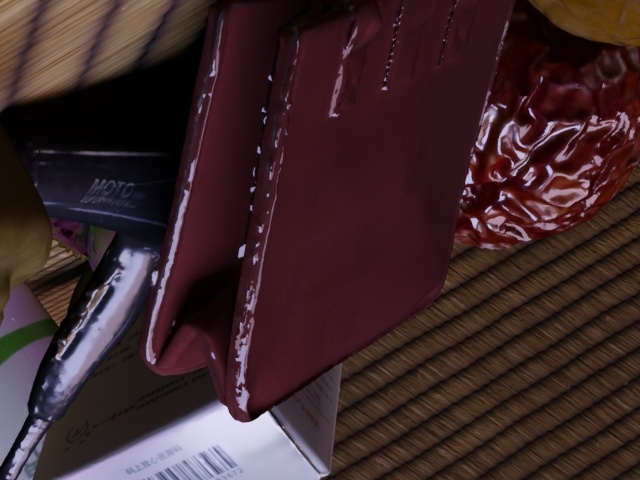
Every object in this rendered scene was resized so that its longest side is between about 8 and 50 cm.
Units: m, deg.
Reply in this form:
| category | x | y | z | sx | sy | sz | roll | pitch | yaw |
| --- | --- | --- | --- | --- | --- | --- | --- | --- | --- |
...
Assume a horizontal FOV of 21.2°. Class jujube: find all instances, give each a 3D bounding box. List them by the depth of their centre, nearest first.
| category | x | y | z | sx | sy | sz | roll | pitch | yaw |
| --- | --- | --- | --- | --- | --- | --- | --- | --- | --- |
| jujube | 0.153 | -0.101 | 1.351 | 0.213 | 0.213 | 0.232 | -28 | 158 | -29 |

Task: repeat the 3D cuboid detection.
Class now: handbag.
| category | x | y | z | sx | sy | sz | roll | pitch | yaw |
| --- | --- | --- | --- | --- | --- | --- | --- | --- | --- |
| handbag | 0.014 | -0.047 | 1.057 | 0.260 | 0.084 | 0.275 | -28 | 139 | -47 |

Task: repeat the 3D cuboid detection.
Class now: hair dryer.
| category | x | y | z | sx | sy | sz | roll | pitch | yaw |
| --- | --- | --- | --- | --- | --- | --- | --- | --- | --- |
| hair dryer | -0.163 | 0.053 | 1.116 | 0.304 | 0.120 | 0.359 | -12 | 137 | -60 |

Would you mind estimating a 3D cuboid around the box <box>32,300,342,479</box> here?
| category | x | y | z | sx | sy | sz | roll | pitch | yaw |
| --- | --- | --- | --- | --- | --- | --- | --- | --- | --- |
| box | -0.088 | 0.084 | 1.314 | 0.200 | 0.106 | 0.299 | -27 | -150 | 23 |

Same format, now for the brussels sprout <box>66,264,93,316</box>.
| category | x | y | z | sx | sy | sz | roll | pitch | yaw |
| --- | --- | --- | --- | --- | --- | --- | --- | --- | --- |
| brussels sprout | -0.120 | 0.073 | 1.725 | 0.271 | 0.219 | 0.210 | -57 | 154 | 16 |

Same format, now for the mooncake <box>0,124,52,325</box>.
| category | x | y | z | sx | sy | sz | roll | pitch | yaw |
| --- | --- | --- | --- | --- | --- | --- | --- | --- | --- |
| mooncake | -0.233 | 0.015 | 0.815 | 0.235 | 0.117 | 0.235 | -27 | 177 | -2 |

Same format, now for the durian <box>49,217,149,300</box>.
| category | x | y | z | sx | sy | sz | roll | pitch | yaw |
| --- | --- | --- | --- | --- | --- | --- | --- | --- | --- |
| durian | -0.125 | -0.011 | 1.292 | 0.119 | 0.108 | 0.187 | -27 | 175 | -27 |

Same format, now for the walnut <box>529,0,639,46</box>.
| category | x | y | z | sx | sy | sz | roll | pitch | yaw |
| --- | --- | --- | --- | --- | --- | --- | --- | --- | --- |
| walnut | 0.170 | -0.184 | 0.893 | 0.167 | 0.167 | 0.207 | -30 | 178 | 3 |

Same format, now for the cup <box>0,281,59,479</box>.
| category | x | y | z | sx | sy | sz | roll | pitch | yaw |
| --- | --- | --- | --- | --- | --- | --- | --- | --- | --- |
| cup | -0.288 | 0.197 | 1.587 | 0.253 | 0.274 | 0.253 | -32 | 176 | -2 |
